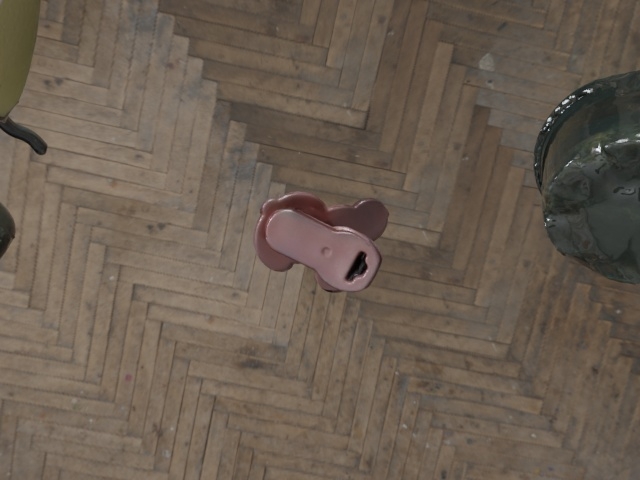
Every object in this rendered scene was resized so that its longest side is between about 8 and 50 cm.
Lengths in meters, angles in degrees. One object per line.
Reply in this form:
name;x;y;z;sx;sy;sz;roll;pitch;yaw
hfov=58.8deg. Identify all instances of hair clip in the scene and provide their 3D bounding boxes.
hair clip;0.000;-0.002;0.628;0.138;0.102;0.123;22;101;0

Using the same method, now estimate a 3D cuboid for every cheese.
cheese;-0.272;-0.227;0.487;0.054;0.127;0.251;20;94;-10

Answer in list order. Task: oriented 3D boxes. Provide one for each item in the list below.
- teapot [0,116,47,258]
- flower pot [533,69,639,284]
teapot;-0.551;-0.072;0.747;0.305;0.223;0.285;-17;123;14
flower pot;0.243;-0.041;0.444;0.157;0.107;0.157;14;127;19
